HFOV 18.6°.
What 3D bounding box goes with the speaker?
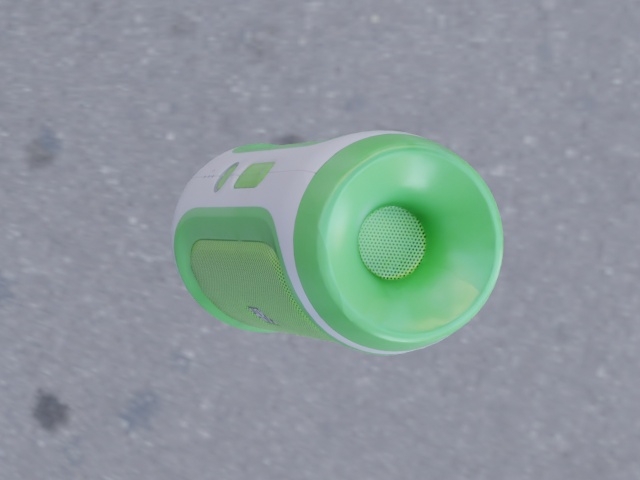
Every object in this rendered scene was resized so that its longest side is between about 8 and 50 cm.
[{"bbox_3d":[0.000,0.000,1.177,0.131,0.296,0.131,0,91,-19],"label":"speaker"}]
